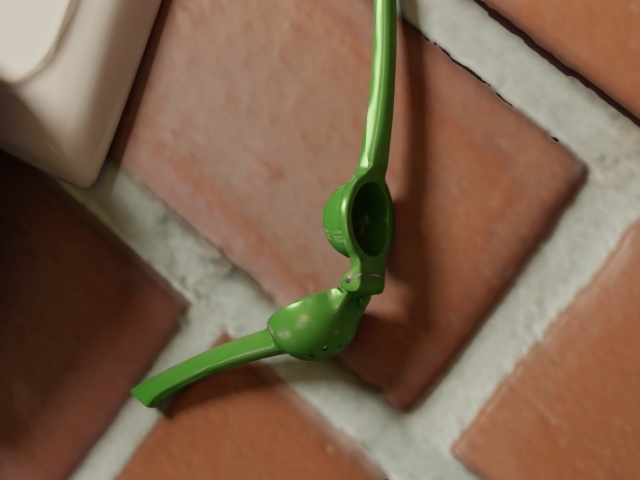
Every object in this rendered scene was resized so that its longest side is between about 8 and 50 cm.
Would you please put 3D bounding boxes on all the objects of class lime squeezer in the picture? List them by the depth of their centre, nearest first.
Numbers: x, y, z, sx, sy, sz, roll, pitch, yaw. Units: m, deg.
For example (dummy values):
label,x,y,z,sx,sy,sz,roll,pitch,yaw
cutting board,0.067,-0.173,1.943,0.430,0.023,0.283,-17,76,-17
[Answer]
label,x,y,z,sx,sy,sz,roll,pitch,yaw
lime squeezer,0.000,0.000,0.996,0.310,0.059,0.110,-60,42,14

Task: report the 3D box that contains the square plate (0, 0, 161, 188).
label,x,y,z,sx,sy,sz,roll,pitch,yaw
square plate,-0.240,-0.255,1.077,0.347,0.049,0.344,25,101,19
